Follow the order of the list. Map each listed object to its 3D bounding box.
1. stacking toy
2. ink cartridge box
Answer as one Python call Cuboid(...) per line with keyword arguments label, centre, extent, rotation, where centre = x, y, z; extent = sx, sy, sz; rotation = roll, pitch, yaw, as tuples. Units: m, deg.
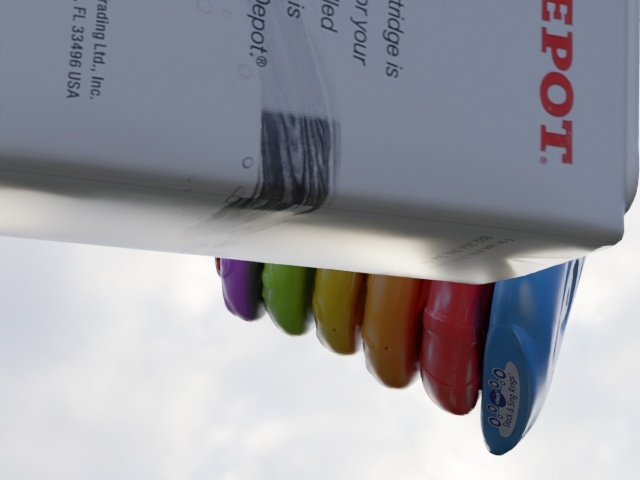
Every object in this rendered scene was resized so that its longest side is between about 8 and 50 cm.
Cuboid(label="stacking toy", centre=(0.000, 0.000, 0.965), extent=(0.302, 0.166, 0.175), rotation=(13, -38, 13))
Cuboid(label="ink cartridge box", centre=(-0.043, -0.099, 0.531), extent=(0.273, 0.198, 0.115), rotation=(7, -12, -20))
